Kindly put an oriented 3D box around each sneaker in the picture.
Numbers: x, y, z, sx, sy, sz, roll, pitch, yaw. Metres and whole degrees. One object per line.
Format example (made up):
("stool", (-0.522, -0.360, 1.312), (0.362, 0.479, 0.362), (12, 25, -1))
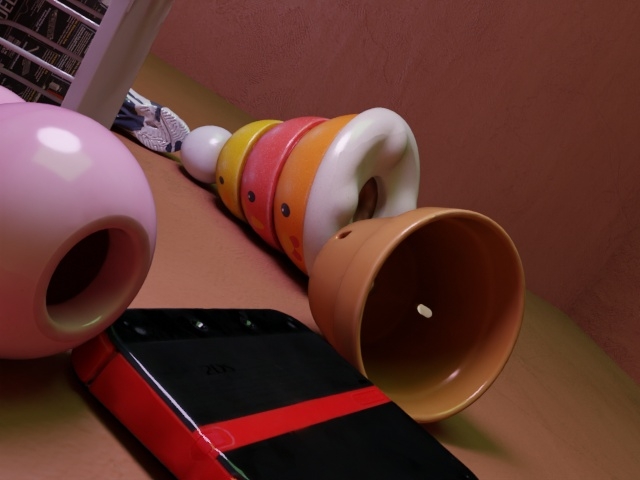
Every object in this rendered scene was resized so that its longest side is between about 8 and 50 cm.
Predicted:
("sneaker", (-0.384, -0.272, 1.539), (0.234, 0.094, 0.153), (13, 28, -28))

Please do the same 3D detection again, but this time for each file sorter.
("file sorter", (-0.327, -0.227, 0.905), (0.173, 0.278, 0.193), (29, 11, -7))

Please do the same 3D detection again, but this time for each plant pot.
("plant pot", (0.116, 0.083, 1.066), (0.290, 0.291, 0.203), (26, -2, -33))

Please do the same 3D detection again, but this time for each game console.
("game console", (-0.026, 0.186, 0.750), (0.342, 0.060, 0.386), (40, 14, 24))

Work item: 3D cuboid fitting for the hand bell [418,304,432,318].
("hand bell", (0.122, 0.131, 1.313), (0.241, 0.126, 0.126), (9, 24, -38))

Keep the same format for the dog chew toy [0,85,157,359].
("dog chew toy", (-0.297, -0.045, 0.633), (0.331, 0.207, 0.206), (30, 9, 25))

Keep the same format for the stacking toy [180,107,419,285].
("stacking toy", (-0.081, -0.114, 1.436), (0.479, 0.351, 0.350), (18, 2, 31))

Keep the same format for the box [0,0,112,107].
("box", (-0.385, -0.313, 1.119), (0.076, 0.308, 0.242), (34, 5, 20))
